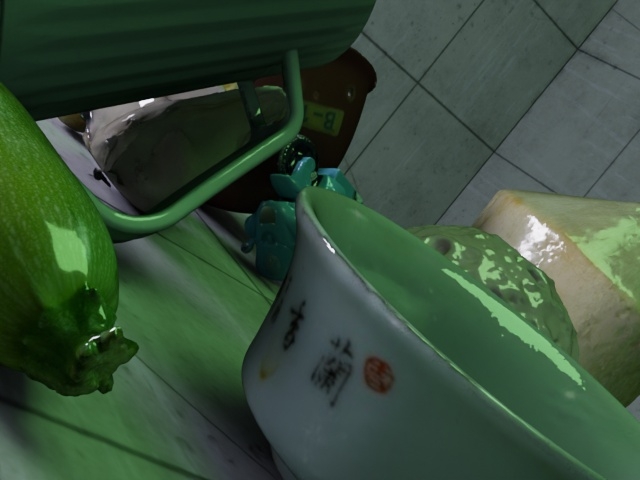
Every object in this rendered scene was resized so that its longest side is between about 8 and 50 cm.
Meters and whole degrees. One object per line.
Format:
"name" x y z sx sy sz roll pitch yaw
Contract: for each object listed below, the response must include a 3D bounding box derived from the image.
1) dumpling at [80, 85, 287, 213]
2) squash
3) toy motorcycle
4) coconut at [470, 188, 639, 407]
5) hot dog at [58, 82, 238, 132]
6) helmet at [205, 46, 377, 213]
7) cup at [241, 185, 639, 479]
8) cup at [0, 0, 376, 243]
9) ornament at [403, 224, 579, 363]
"dumpling" -0.158 -0.132 1.136 0.163 0.204 0.293 40 8 12
"squash" -0.214 -0.042 0.602 0.395 0.107 0.107 42 6 38
"toy motorcycle" 0.000 0.000 1.348 0.124 0.182 0.272 5 -30 38
"coconut" 0.367 0.103 1.568 0.415 0.415 0.345 43 6 38
"hot dog" -0.204 -0.183 1.251 0.243 0.073 0.084 -5 -11 0
"helmet" -0.117 -0.157 1.435 0.385 0.230 0.338 13 -8 -39
"cup" 0.079 0.129 0.724 0.347 0.163 0.347 36 12 -9
"cup" -0.175 -0.224 0.893 0.392 0.400 0.310 -11 28 -35
"ornament" 0.129 0.103 0.998 0.259 0.225 0.259 38 5 -4
